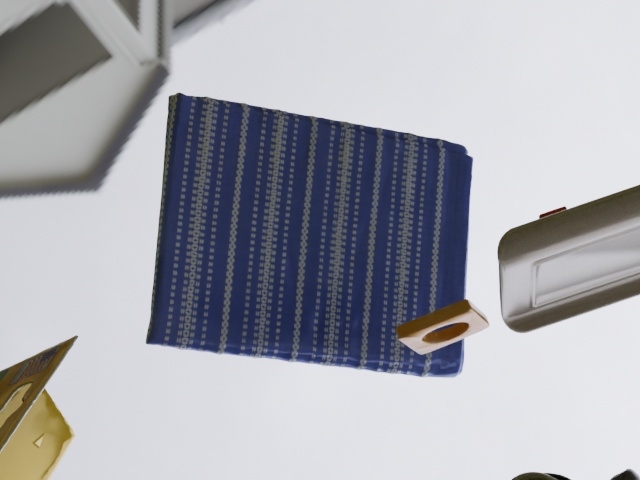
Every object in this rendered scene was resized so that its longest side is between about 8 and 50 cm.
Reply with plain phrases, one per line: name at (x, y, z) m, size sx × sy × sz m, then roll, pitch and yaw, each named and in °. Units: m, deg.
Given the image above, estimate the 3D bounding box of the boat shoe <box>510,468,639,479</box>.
boat shoe at (0.100, 0.126, 0.585) m, size 0.056 × 0.049 × 0.152 m, roll -13°, pitch 174°, yaw -34°

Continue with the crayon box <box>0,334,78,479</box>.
crayon box at (-0.322, 0.206, 0.987) m, size 0.323 × 0.083 × 0.203 m, roll -25°, pitch -163°, yaw 19°

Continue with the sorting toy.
sorting toy at (0.218, 0.000, 1.009) m, size 0.348 × 0.196 × 0.047 m, roll -19°, pitch -113°, yaw 2°

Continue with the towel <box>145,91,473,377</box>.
towel at (0.000, 0.000, 1.270) m, size 0.040 × 0.336 × 0.243 m, roll -18°, pitch -114°, yaw 62°
